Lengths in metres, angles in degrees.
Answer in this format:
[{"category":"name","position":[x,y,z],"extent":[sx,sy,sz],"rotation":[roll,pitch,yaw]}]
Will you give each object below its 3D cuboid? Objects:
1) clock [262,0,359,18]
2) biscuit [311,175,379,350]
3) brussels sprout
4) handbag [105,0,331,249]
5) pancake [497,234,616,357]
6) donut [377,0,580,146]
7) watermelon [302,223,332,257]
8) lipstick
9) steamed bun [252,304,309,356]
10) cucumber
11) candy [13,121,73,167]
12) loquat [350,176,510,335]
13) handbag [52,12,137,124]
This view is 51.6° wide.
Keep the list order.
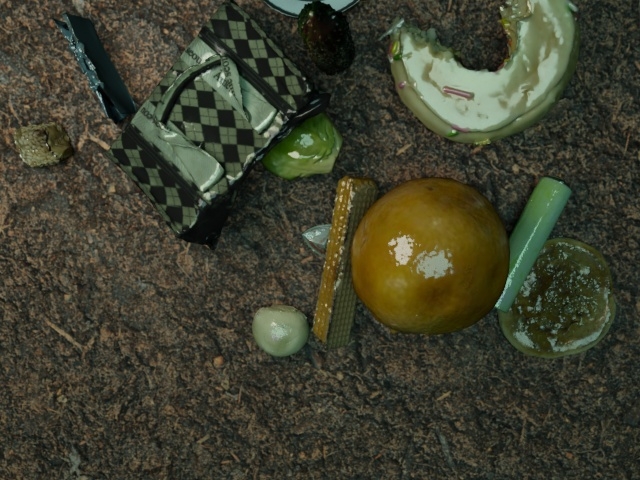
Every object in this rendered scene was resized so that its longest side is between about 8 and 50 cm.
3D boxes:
[{"category":"clock","position":[-0.017,-0.603,1.338],"extent":[0.313,0.061,0.312],"rotation":[0,101,2]},{"category":"biscuit","position":[0.054,0.048,1.442],"extent":[0.054,0.094,0.378],"rotation":[19,105,42]},{"category":"brussels sprout","position":[-0.043,-0.208,1.369],"extent":[0.181,0.161,0.144],"rotation":[10,140,0]},{"category":"handbag","position":[-0.199,-0.223,1.305],"extent":[0.416,0.180,0.317],"rotation":[-50,59,9]},{"category":"pancake","position":[0.520,0.130,1.467],"extent":[0.282,0.049,0.282],"rotation":[0,98,1]},{"category":"donut","position":[0.333,-0.355,1.328],"extent":[0.371,0.150,0.307],"rotation":[-23,100,6]},{"category":"watermelon","position":[0.000,0.000,1.452],"extent":[0.085,0.061,0.085],"rotation":[0,99,-3]},{"category":"lipstick","position":[0.436,0.007,1.406],"extent":[0.076,0.076,0.304],"rotation":[27,90,-3]},{"category":"steamed bun","position":[-0.091,0.206,1.479],"extent":[0.130,0.091,0.112],"rotation":[8,103,0]},{"category":"cucumber","position":[0.016,-0.375,1.231],"extent":[0.096,0.359,0.096],"rotation":[0,97,4]},{"category":"candy","position":[-0.597,-0.207,1.424],"extent":[0.110,0.085,0.095],"rotation":[-12,107,14]},{"category":"loquat","position":[0.217,0.035,1.325],"extent":[0.328,0.328,0.328],"rotation":[0,101,2]},{"category":"handbag","position":[-0.460,-0.352,1.360],"extent":[0.057,0.144,0.221],"rotation":[-25,97,0]}]
